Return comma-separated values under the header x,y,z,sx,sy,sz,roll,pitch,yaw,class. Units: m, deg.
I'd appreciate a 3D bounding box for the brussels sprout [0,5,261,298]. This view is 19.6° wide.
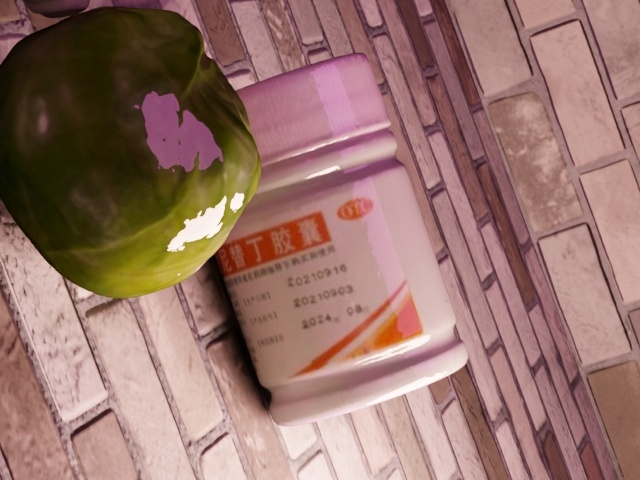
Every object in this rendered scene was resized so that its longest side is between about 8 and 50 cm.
x,y,z,sx,sy,sz,roll,pitch,yaw,class
-0.154,-0.076,1.439,0.244,0.244,0.244,54,25,-41,brussels sprout

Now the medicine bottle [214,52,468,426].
x,y,z,sx,sy,sz,roll,pitch,yaw,class
0.000,0.000,1.772,0.316,0.202,0.202,71,19,1,medicine bottle

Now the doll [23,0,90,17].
x,y,z,sx,sy,sz,roll,pitch,yaw,class
-0.203,-0.228,1.343,0.243,0.311,0.159,14,91,-28,doll
